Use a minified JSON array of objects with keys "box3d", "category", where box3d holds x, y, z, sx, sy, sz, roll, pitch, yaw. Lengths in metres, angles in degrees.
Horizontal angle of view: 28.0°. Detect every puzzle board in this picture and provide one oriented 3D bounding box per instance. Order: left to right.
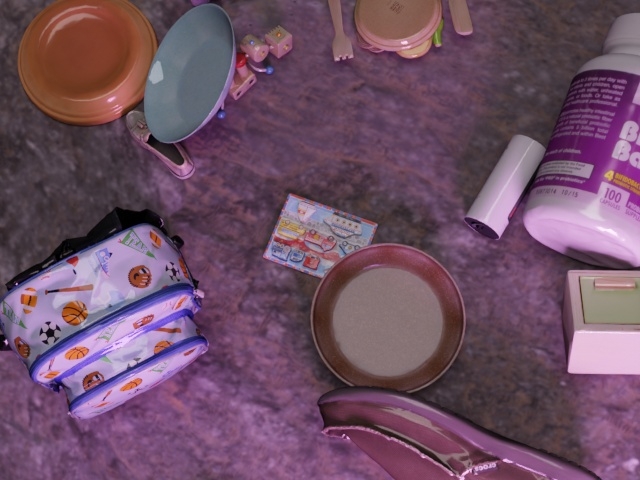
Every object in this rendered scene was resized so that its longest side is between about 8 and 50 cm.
[{"box3d":[0.000,0.000,1.705,0.128,0.011,0.096,20,76,8],"category":"puzzle board"}]

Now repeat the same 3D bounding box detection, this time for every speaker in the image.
[{"box3d":[0.244,-0.070,1.689,0.055,0.055,0.136,30,77,11],"category":"speaker"}]

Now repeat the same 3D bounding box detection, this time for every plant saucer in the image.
[{"box3d":[-0.324,-0.258,1.783,0.200,0.037,0.200,-1,75,3],"category":"plant saucer"},{"box3d":[-0.163,-0.217,1.702,0.195,0.037,0.195,-22,60,43],"category":"plant saucer"},{"box3d":[0.086,0.103,1.654,0.198,0.036,0.199,0,77,0],"category":"plant saucer"}]

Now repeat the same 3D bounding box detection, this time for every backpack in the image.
[{"box3d":[-0.265,0.092,1.563,0.276,0.263,0.213,-34,75,-7],"category":"backpack"}]

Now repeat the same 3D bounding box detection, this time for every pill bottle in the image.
[{"box3d":[0.383,-0.130,1.639,0.169,0.169,0.301,20,77,8],"category":"pill bottle"}]

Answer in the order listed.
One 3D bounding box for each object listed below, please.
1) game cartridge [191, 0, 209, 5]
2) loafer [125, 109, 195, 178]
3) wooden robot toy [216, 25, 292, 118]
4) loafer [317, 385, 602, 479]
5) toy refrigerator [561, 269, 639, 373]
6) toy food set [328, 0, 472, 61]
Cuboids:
[{"box3d":[-0.045,-0.489,1.824,0.355,0.068,0.230,-18,78,-2],"category":"game cartridge"},{"box3d":[-0.218,-0.136,1.741,0.045,0.039,0.125,-44,77,-8],"category":"loafer"},{"box3d":[-0.124,-0.244,1.754,0.173,0.076,0.079,-44,66,-9],"category":"wooden robot toy"},{"box3d":[0.157,0.281,1.553,0.366,0.134,0.130,20,76,9],"category":"loafer"},{"box3d":[0.441,0.099,1.593,0.269,0.094,0.102,1,47,4],"category":"toy refrigerator"},{"box3d":[0.108,-0.308,1.779,0.192,0.038,0.132,-10,67,6],"category":"toy food set"}]
